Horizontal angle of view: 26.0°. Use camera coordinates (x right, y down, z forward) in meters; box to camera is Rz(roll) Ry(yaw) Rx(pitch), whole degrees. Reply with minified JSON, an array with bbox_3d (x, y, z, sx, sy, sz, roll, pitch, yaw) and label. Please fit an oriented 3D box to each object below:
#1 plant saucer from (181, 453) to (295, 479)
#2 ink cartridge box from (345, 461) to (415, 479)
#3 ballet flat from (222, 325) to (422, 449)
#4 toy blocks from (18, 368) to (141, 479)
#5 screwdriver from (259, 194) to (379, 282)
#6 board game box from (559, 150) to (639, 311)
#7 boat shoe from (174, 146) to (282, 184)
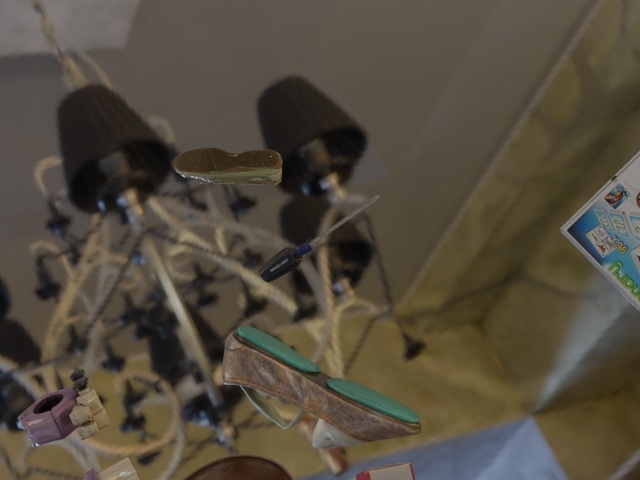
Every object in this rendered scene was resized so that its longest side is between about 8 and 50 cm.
[{"bbox_3d":[-0.113,0.354,1.718,0.198,0.199,0.036,-27,-49,-1],"label":"plant saucer"},{"bbox_3d":[0.077,0.389,1.927,0.072,0.128,0.175,-8,-16,-22],"label":"ink cartridge box"},{"bbox_3d":[-0.006,0.229,1.957,0.107,0.316,0.106,4,-70,-64],"label":"ballet flat"},{"bbox_3d":[-0.323,0.382,1.700,0.260,0.288,0.309,-27,-70,-10],"label":"toy blocks"},{"bbox_3d":[0.000,0.000,1.423,0.170,0.025,0.024,-30,-29,34],"label":"screwdriver"},{"bbox_3d":[0.496,0.028,1.858,0.193,0.305,0.053,-44,-8,6],"label":"board game box"},{"bbox_3d":[-0.131,-0.099,1.973,0.153,0.056,0.048,-3,-43,-6],"label":"boat shoe"}]
